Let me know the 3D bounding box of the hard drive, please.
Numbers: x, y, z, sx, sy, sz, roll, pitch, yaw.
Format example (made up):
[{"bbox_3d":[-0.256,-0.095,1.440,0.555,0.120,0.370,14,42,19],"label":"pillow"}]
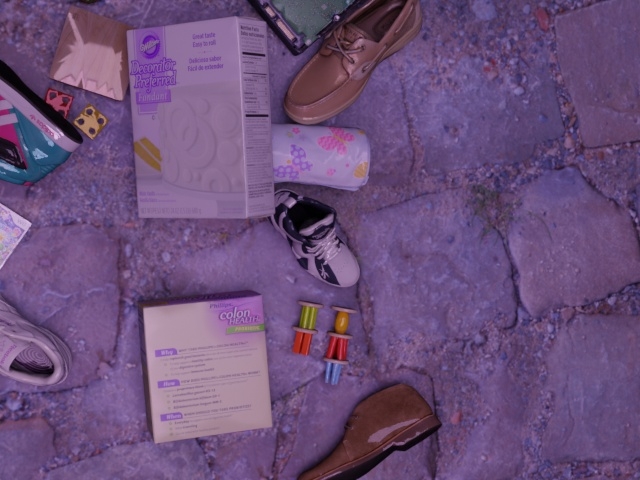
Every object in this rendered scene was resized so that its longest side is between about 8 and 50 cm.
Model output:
[{"bbox_3d":[0.004,-0.541,1.786,0.339,0.064,0.237,-44,102,-11],"label":"hard drive"}]

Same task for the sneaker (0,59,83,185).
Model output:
[{"bbox_3d":[-0.560,-0.197,1.607,0.295,0.124,0.178,42,97,8],"label":"sneaker"}]

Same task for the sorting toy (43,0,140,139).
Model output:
[{"bbox_3d":[-0.398,-0.317,1.683,0.132,0.046,0.274,16,87,-16],"label":"sorting toy"}]

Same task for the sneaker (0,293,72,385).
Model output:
[{"bbox_3d":[-0.550,0.146,1.600,0.305,0.152,0.114,32,85,-13],"label":"sneaker"}]

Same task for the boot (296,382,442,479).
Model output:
[{"bbox_3d":[0.074,0.385,1.834,0.305,0.112,0.115,-29,69,-9],"label":"boot"}]

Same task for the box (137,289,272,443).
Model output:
[{"bbox_3d":[-0.210,0.222,1.719,0.214,0.117,0.242,-6,94,-16],"label":"box"}]

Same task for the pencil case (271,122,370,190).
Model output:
[{"bbox_3d":[-0.045,-0.154,1.754,0.273,0.113,0.124,-1,65,-18],"label":"pencil case"}]

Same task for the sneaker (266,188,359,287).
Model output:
[{"bbox_3d":[0.000,0.000,1.754,0.094,0.153,0.235,-38,101,-10],"label":"sneaker"}]

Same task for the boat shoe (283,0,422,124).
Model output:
[{"bbox_3d":[0.054,-0.355,1.761,0.122,0.110,0.341,36,73,21],"label":"boat shoe"}]

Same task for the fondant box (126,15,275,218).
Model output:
[{"bbox_3d":[-0.206,-0.203,1.638,0.096,0.238,0.330,-10,100,-59],"label":"fondant box"}]

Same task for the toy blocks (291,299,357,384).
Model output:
[{"bbox_3d":[0.001,0.195,1.812,0.123,0.054,0.148,10,89,-17],"label":"toy blocks"}]

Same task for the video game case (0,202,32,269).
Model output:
[{"bbox_3d":[-0.573,-0.003,1.660,0.087,0.011,0.122,35,82,-14],"label":"video game case"}]
